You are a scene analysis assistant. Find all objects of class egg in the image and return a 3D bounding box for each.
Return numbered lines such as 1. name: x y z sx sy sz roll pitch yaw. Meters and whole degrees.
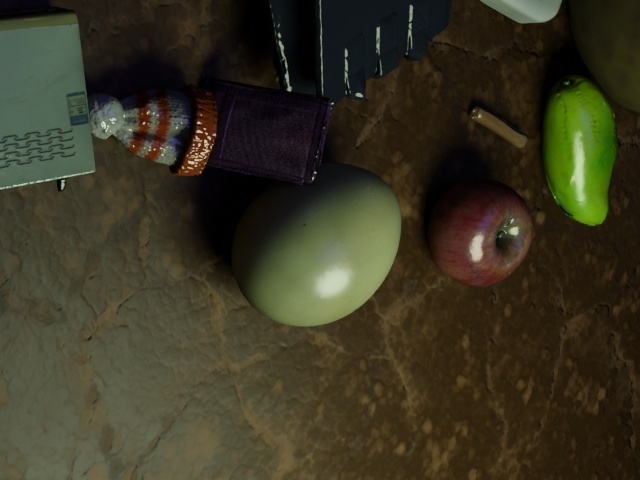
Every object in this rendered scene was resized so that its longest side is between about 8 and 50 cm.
1. egg: 0.000 0.000 1.859 0.253 0.188 0.188 -40 120 -42

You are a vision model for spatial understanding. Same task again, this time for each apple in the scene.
1. apple: 0.220 -0.012 2.099 0.153 0.120 0.153 -11 108 -38

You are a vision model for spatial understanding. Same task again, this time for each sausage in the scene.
1. sausage: 0.259 -0.167 2.177 0.116 0.026 0.026 25 78 -40

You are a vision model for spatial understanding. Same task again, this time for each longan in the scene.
1. longan: 0.530 -0.365 2.168 0.336 0.404 0.404 6 91 -21

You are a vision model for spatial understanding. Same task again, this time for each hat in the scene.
1. hat: -0.205 -0.139 1.743 0.162 0.093 0.112 8 80 -24

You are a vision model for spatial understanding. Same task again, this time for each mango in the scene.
1. mango: 0.393 -0.136 2.244 0.125 0.111 0.233 -24 108 -31

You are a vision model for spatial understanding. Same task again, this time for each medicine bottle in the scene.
1. medicine bottle: 0.272 -0.389 2.132 0.183 0.069 0.119 19 82 -42

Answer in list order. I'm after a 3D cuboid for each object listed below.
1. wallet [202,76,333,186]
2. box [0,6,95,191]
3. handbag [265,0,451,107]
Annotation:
1. wallet: -0.074 -0.133 1.803 0.030 0.166 0.111 34 68 -72
2. box: -0.374 -0.139 1.605 0.270 0.045 0.211 -16 106 -40
3. handbag: 0.047 -0.347 1.860 0.303 0.122 0.329 -39 138 -40
